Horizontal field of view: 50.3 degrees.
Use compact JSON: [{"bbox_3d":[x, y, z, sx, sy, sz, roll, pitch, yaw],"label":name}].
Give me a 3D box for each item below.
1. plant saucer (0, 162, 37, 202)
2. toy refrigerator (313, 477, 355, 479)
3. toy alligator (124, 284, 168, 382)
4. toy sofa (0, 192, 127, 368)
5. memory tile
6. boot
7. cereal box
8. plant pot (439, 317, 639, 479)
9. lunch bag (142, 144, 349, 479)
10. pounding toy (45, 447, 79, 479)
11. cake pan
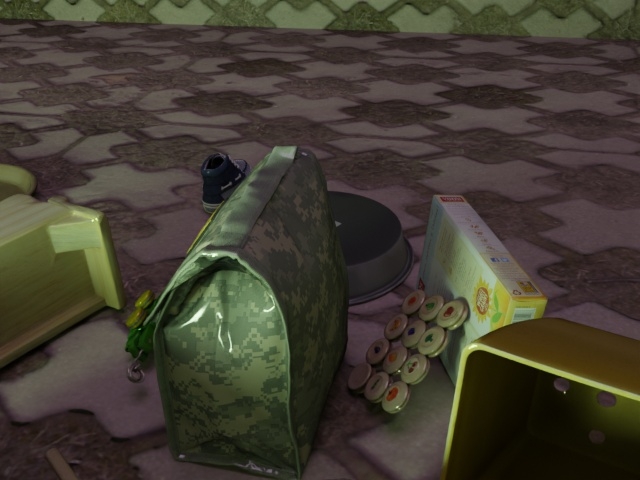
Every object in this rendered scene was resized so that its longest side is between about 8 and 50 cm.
[{"bbox_3d":[-0.648,-0.068,1.216,0.278,0.041,0.278,-1,30,1],"label":"plant saucer"},{"bbox_3d":[0.114,0.251,0.509,0.269,0.094,0.102,7,-13,27],"label":"toy refrigerator"},{"bbox_3d":[-0.225,0.122,0.864,0.051,0.056,0.189,-38,22,23],"label":"toy alligator"},{"bbox_3d":[-0.439,0.080,0.842,0.177,0.150,0.362,14,33,33],"label":"toy sofa"},{"bbox_3d":[0.096,0.121,0.777,0.148,0.012,0.113,-54,24,-11],"label":"memory tile"},{"bbox_3d":[-0.170,-0.130,1.258,0.069,0.086,0.190,3,30,7],"label":"boot"},{"bbox_3d":[0.176,0.072,0.808,0.047,0.173,0.240,0,30,-11],"label":"cereal box"},{"bbox_3d":[0.241,0.181,0.607,0.212,0.212,0.187,15,21,26],"label":"plant pot"},{"bbox_3d":[-0.066,0.063,0.721,0.169,0.287,0.235,7,32,13],"label":"lunch bag"},{"bbox_3d":[-0.249,0.270,0.558,0.206,0.094,0.181,1,31,3],"label":"pounding toy"},{"bbox_3d":[0.000,0.000,1.060,0.293,0.054,0.293,0,30,0],"label":"cake pan"}]
